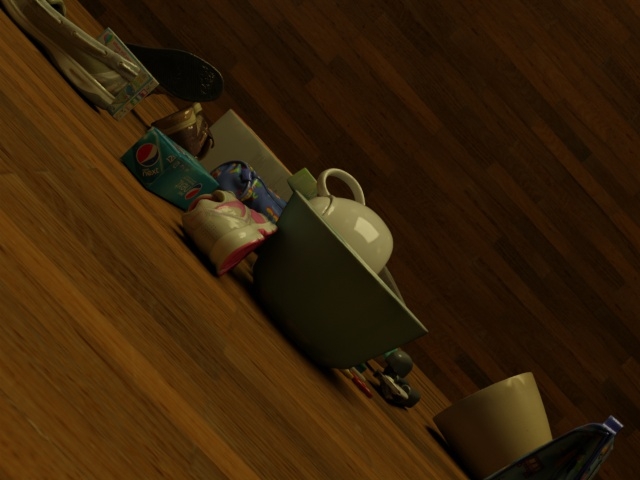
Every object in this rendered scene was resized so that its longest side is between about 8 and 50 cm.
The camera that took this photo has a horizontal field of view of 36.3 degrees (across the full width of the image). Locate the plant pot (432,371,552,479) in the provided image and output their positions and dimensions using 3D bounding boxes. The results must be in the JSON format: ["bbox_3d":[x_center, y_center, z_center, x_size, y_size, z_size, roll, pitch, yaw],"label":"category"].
[{"bbox_3d":[0.431,0.481,2.233,0.274,0.256,0.256,65,7,18],"label":"plant pot"}]

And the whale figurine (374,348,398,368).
[{"bbox_3d":[0.110,0.178,2.278,0.272,0.141,0.216,49,2,38],"label":"whale figurine"}]

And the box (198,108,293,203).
[{"bbox_3d":[-0.151,-0.130,2.409,0.345,0.168,0.215,48,2,40],"label":"box"}]

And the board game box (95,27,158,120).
[{"bbox_3d":[-0.384,-0.309,1.810,0.154,0.103,0.026,49,2,22],"label":"board game box"}]

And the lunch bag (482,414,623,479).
[{"bbox_3d":[0.393,0.401,1.660,0.138,0.293,0.221,48,2,25],"label":"lunch bag"}]

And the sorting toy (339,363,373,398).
[{"bbox_3d":[0.037,0.190,1.819,0.132,0.046,0.274,46,2,-22],"label":"sorting toy"}]

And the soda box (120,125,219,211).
[{"bbox_3d":[-0.230,-0.106,1.519,0.067,0.071,0.210,47,2,14],"label":"soda box"}]

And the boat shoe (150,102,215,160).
[{"bbox_3d":[-0.303,-0.234,2.205,0.123,0.123,0.342,65,-4,-11],"label":"boat shoe"}]

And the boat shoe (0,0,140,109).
[{"bbox_3d":[-0.441,-0.365,1.670,0.320,0.103,0.118,48,2,14],"label":"boat shoe"}]

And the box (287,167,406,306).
[{"bbox_3d":[0.059,0.015,2.084,0.322,0.058,0.232,50,-6,34],"label":"box"}]

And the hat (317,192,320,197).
[{"bbox_3d":[0.001,0.039,2.015,0.173,0.183,0.208,46,2,8],"label":"hat"}]

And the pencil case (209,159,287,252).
[{"bbox_3d":[-0.117,-0.049,2.061,0.306,0.133,0.119,44,26,-46],"label":"pencil case"}]

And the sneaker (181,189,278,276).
[{"bbox_3d":[-0.138,-0.024,1.435,0.111,0.103,0.252,49,1,-1],"label":"sneaker"}]

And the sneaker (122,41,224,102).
[{"bbox_3d":[-0.368,-0.372,2.229,0.295,0.123,0.178,14,0,-7],"label":"sneaker"}]

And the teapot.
[{"bbox_3d":[0.000,0.000,1.816,0.187,0.252,0.256,51,2,-14],"label":"teapot"}]

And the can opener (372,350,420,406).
[{"bbox_3d":[0.173,0.302,2.058,0.074,0.093,0.280,47,-3,20],"label":"can opener"}]

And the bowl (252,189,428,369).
[{"bbox_3d":[0.008,0.084,1.555,0.311,0.163,0.311,48,1,-2],"label":"bowl"}]
